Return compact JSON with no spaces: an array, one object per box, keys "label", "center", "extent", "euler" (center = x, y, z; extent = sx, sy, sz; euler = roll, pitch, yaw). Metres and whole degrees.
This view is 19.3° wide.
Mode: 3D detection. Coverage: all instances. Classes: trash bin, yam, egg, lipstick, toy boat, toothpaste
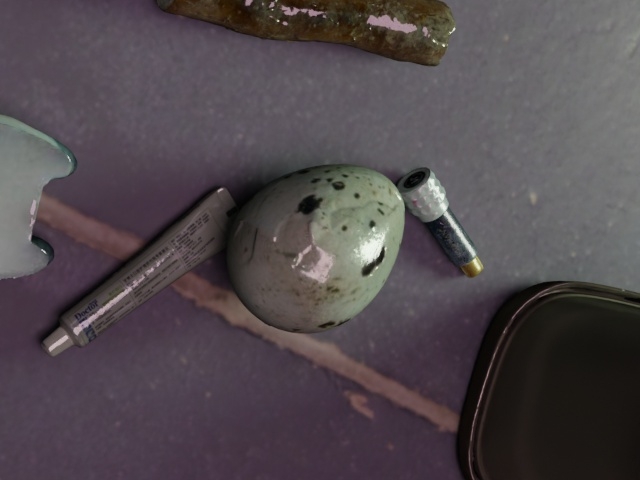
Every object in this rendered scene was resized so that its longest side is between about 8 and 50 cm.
[{"label":"trash bin","center":[0.278,0.156,1.601],"extent":[0.220,0.250,0.219],"euler":[11,89,-25]},{"label":"yam","center":[-0.013,-0.185,1.510],"extent":[0.253,0.061,0.061],"euler":[8,97,-24]},{"label":"egg","center":[0.000,0.000,1.513],"extent":[0.164,0.131,0.131],"euler":[-45,114,-22]},{"label":"lipstick","center":[0.108,-0.009,1.612],"extent":[0.037,0.037,0.116],"euler":[-41,117,-11]},{"label":"toy boat","center":[-0.288,-0.041,1.421],"extent":[0.208,0.079,0.134],"euler":[7,105,-35]},{"label":"toothpaste","center":[-0.143,0.030,1.513],"extent":[0.197,0.029,0.048],"euler":[-38,116,-16]}]
